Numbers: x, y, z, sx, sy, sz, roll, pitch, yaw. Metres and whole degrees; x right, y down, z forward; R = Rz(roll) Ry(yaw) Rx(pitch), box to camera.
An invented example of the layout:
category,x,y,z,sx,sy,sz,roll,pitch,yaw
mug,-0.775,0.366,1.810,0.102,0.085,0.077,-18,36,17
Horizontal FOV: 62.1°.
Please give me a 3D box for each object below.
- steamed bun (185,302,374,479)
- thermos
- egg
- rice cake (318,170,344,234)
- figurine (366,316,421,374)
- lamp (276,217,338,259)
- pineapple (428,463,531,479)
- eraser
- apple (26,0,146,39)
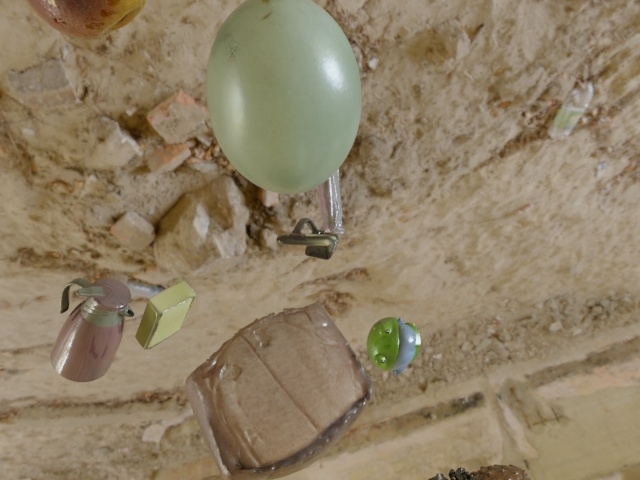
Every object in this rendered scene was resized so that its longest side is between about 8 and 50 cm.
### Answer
category,x,y,z,sx,sy,sz,roll,pitch,yaw
steamed bun,-0.075,0.278,0.946,0.301,0.252,0.199,-25,160,-25
thermos,-0.547,0.196,1.265,0.176,0.146,0.265,33,122,-1
egg,-0.047,-0.183,0.702,0.202,0.203,0.283,-15,143,-5
rice cake,0.014,-0.143,1.202,0.049,0.270,0.055,-7,-177,28
figurine,0.225,0.305,1.560,0.143,0.162,0.263,12,179,29
lamp,0.001,-0.007,1.853,0.203,0.125,0.283,11,173,23
pineapple,0.418,0.671,1.422,0.278,0.158,0.158,5,147,1
eraser,-0.384,0.185,1.306,0.117,0.058,0.172,-32,162,-46
apple,-0.358,-0.400,0.794,0.195,0.160,0.173,-32,108,12
